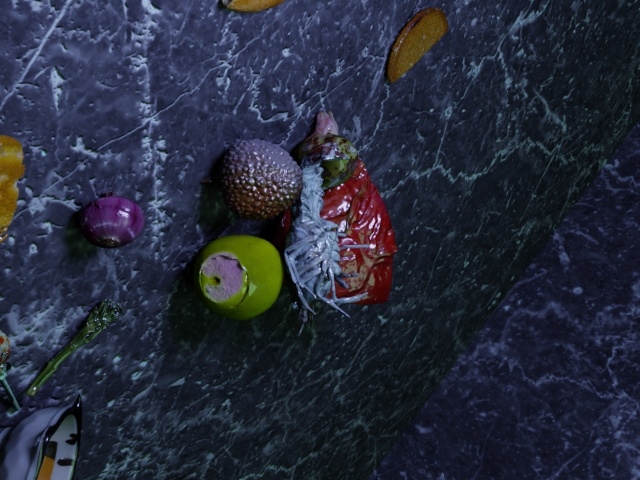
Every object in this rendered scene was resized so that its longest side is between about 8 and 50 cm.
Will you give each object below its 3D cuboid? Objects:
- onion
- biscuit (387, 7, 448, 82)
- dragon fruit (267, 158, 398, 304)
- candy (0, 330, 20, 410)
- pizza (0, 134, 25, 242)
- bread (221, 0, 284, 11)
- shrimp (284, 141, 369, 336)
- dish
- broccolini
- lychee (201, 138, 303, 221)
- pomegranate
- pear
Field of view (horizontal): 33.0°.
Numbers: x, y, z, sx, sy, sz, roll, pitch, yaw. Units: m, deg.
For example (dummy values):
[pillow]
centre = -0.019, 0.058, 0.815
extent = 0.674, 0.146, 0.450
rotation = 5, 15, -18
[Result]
[onion]
centre = -0.366, -0.038, 1.887
extent = 0.115, 0.104, 0.115
rotation = -8, 158, -3
[biscuit]
centre = 0.212, -0.450, 2.396
extent = 0.206, 0.025, 0.126
rotation = -45, 150, -20
[dragon fruit]
centre = 0.008, -0.037, 2.415
extent = 0.302, 0.240, 0.330
rotation = 4, 96, -27
[candy]
centre = -0.563, 0.239, 1.901
extent = 0.078, 0.084, 0.288
rotation = -46, 157, -25
[pizza]
centre = -0.544, -0.035, 1.642
extent = 0.189, 0.071, 0.297
rotation = -32, 149, -57
[bread]
centre = -0.116, -0.446, 1.885
extent = 0.136, 0.054, 0.154
rotation = -41, 145, -19
[shrimp]
centre = -0.003, 0.002, 2.211
extent = 0.221, 0.166, 0.411
rotation = -27, 114, -53
[dish]
centre = -0.545, 0.427, 2.004
extent = 0.303, 0.120, 0.303
rotation = 12, 90, -86
[broccolini]
centre = -0.466, 0.200, 2.025
extent = 0.239, 0.054, 0.051
rotation = -45, 114, -13
[lychee]
centre = -0.130, -0.118, 2.103
extent = 0.165, 0.197, 0.165
rotation = 0, 90, -79
[pomegranate]
centre = 0.006, -0.187, 2.262
extent = 0.125, 0.138, 0.163
rotation = -30, 110, -57
[pear]
centre = -0.164, 0.074, 2.212
extent = 0.187, 0.187, 0.219
rotation = -60, 172, 8
